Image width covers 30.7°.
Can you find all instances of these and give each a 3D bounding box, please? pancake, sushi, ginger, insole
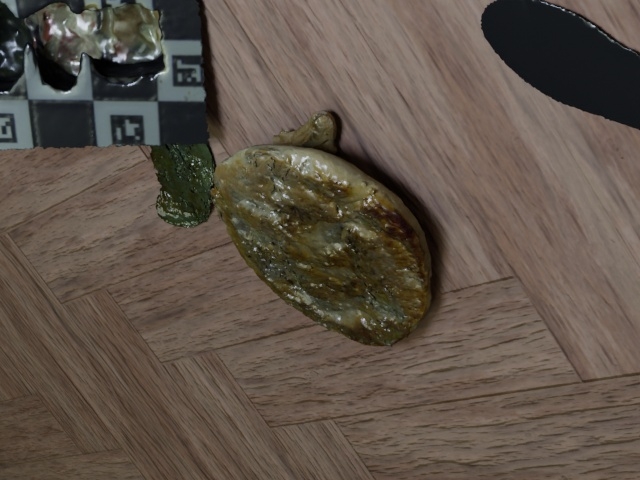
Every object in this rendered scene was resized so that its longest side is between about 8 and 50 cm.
[{"bbox_3d":[-0.001,0.001,1.534,0.356,0.065,0.356,22,148,15],"label":"pancake"},{"bbox_3d":[-0.335,-0.273,1.521,0.373,0.100,0.296,-2,122,0],"label":"sushi"},{"bbox_3d":[-0.021,-0.123,1.478,0.137,0.044,0.057,-26,87,49],"label":"ginger"},{"bbox_3d":[0.302,-0.160,1.179,0.322,0.007,0.109,29,141,19],"label":"insole"}]

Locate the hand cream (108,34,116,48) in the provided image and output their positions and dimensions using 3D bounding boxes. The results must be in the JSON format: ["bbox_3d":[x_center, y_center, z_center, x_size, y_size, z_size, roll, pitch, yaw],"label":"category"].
[{"bbox_3d":[-0.318,-0.303,1.597,0.165,0.037,0.057,35,141,23],"label":"hand cream"}]

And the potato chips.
[{"bbox_3d":[-0.205,-0.100,1.680,0.142,0.026,0.209,44,142,5],"label":"potato chips"}]
